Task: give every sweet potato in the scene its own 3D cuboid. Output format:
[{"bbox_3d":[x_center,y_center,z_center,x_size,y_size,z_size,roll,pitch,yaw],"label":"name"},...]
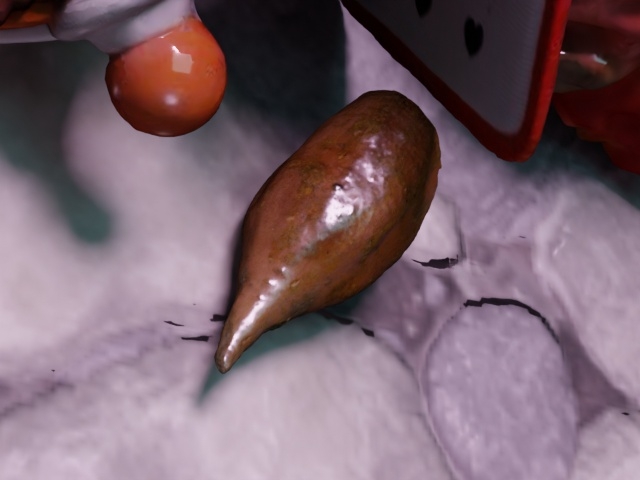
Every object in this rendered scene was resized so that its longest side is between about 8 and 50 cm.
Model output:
[{"bbox_3d":[0.000,0.000,0.516,0.049,0.049,0.117,46,53,-11],"label":"sweet potato"}]

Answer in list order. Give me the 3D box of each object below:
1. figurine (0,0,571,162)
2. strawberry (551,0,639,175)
[{"bbox_3d":[-0.062,-0.122,0.455,0.226,0.183,0.160,-5,30,-20],"label":"figurine"},{"bbox_3d":[0.157,-0.178,0.648,0.336,0.149,0.265,-22,82,-42],"label":"strawberry"}]
